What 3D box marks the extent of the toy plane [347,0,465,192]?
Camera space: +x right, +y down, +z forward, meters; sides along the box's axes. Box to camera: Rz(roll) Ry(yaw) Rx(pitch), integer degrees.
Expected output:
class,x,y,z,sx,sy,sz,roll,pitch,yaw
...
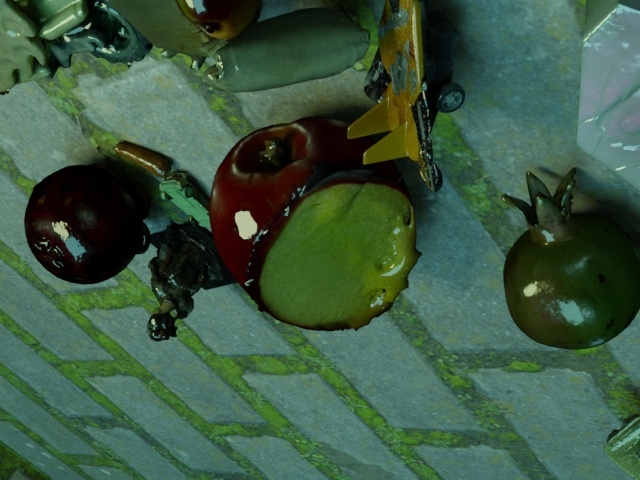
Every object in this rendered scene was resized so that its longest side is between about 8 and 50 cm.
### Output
class,x,y,z,sx,sy,sz,roll,pitch,yaw
toy plane,0.105,-0.223,1.073,0.103,0.204,0.316,-8,134,-20

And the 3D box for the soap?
class,x,y,z,sx,sy,sz,roll,pitch,yaw
soap,0.395,-0.123,0.977,0.347,0.115,0.208,34,141,-8

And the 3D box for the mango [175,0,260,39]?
class,x,y,z,sx,sy,sz,roll,pitch,yaw
mango,-0.110,-0.338,0.999,0.111,0.133,0.267,14,118,40

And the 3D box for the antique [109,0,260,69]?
class,x,y,z,sx,sy,sz,roll,pitch,yaw
antique,-0.175,-0.312,1.130,0.125,0.150,0.284,10,153,31

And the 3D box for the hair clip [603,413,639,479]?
class,x,y,z,sx,sy,sz,roll,pitch,yaw
hair clip,0.555,0.254,1.456,0.138,0.091,0.321,39,135,-6

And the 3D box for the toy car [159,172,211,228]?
class,x,y,z,sx,sy,sz,roll,pitch,yaw
toy car,-0.202,-0.060,1.588,0.059,0.035,0.122,-5,145,40

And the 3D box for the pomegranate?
class,x,y,z,sx,sy,sz,roll,pitch,yaw
pomegranate,0.301,0.023,1.234,0.181,0.181,0.224,-8,119,42

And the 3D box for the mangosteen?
class,x,y,z,sx,sy,sz,roll,pitch,yaw
mangosteen,-0.372,-0.030,1.601,0.210,0.210,0.210,18,147,12

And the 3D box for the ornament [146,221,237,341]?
class,x,y,z,sx,sy,sz,roll,pitch,yaw
ornament,-0.248,0.092,1.689,0.153,0.196,0.166,-17,127,47

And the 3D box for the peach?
class,x,y,z,sx,sy,sz,roll,pitch,yaw
peach,-0.009,-0.028,1.346,0.201,0.258,0.361,57,-176,39

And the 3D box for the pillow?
class,x,y,z,sx,sy,sz,roll,pitch,yaw
pillow,-0.044,-0.207,1.094,0.134,0.181,0.077,-132,31,-72

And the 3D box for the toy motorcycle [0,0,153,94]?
class,x,y,z,sx,sy,sz,roll,pitch,yaw
toy motorcycle,-0.408,-0.303,1.270,0.410,0.168,0.237,0,146,27

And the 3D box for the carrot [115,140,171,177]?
class,x,y,z,sx,sy,sz,roll,pitch,yaw
carrot,-0.273,-0.126,1.547,0.093,0.032,0.032,27,149,10
